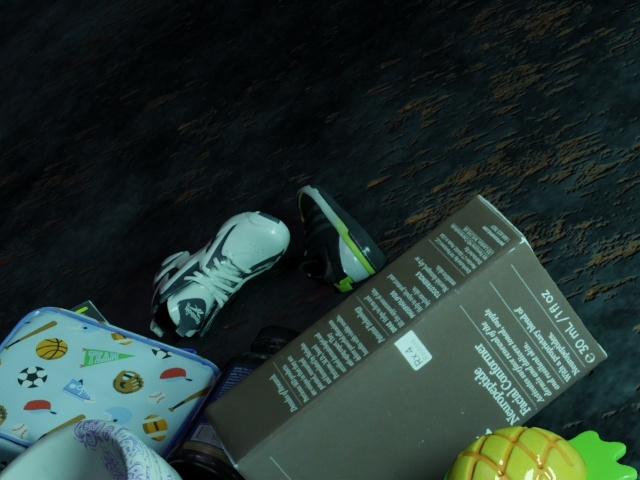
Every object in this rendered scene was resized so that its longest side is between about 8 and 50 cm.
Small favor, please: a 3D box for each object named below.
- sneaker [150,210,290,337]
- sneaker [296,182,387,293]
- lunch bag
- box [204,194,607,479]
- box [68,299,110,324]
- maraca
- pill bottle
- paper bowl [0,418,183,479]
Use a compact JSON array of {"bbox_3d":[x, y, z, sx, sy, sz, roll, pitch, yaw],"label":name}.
[{"bbox_3d":[-0.145,0.062,2.335,0.235,0.094,0.153,-20,35,30],"label":"sneaker"},{"bbox_3d":[0.000,0.000,2.266,0.097,0.084,0.235,-41,28,-2],"label":"sneaker"},{"bbox_3d":[-0.269,0.208,2.099,0.303,0.115,0.243,19,47,20],"label":"lunch bag"},{"bbox_3d":[0.089,0.151,1.833,0.381,0.191,0.143,-38,28,1],"label":"box"},{"bbox_3d":[-0.354,0.215,2.213,0.270,0.060,0.216,-28,50,-24],"label":"box"},{"bbox_3d":[0.212,0.230,1.682,0.185,0.099,0.127,-10,33,-2],"label":"maraca"},{"bbox_3d":[-0.080,0.209,2.014,0.123,0.123,0.219,-7,41,44],"label":"pill bottle"},{"bbox_3d":[-0.256,0.346,1.847,0.284,0.148,0.284,-27,37,23],"label":"paper bowl"}]
